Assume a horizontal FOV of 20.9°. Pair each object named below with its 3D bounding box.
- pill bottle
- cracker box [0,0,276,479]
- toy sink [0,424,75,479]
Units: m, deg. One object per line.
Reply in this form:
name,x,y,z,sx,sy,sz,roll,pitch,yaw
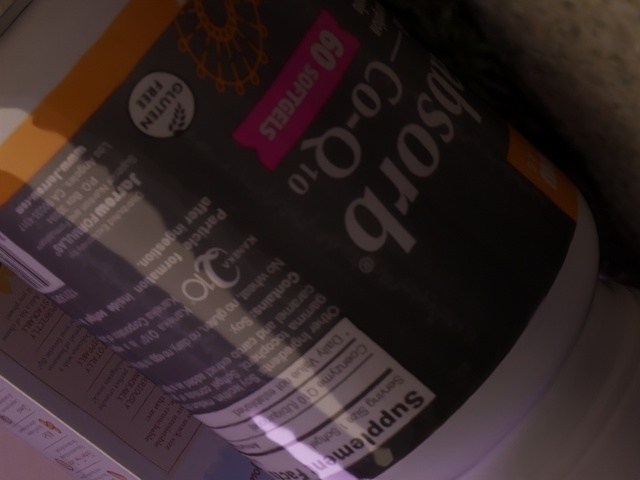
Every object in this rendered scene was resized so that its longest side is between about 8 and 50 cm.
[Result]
pill bottle,0.000,0.000,0.639,0.278,0.162,0.162,40,154,-15
cracker box,-0.089,0.021,0.782,0.232,0.155,0.067,38,153,-9
toy sink,-0.205,0.147,1.006,0.131,0.153,0.234,44,139,50
